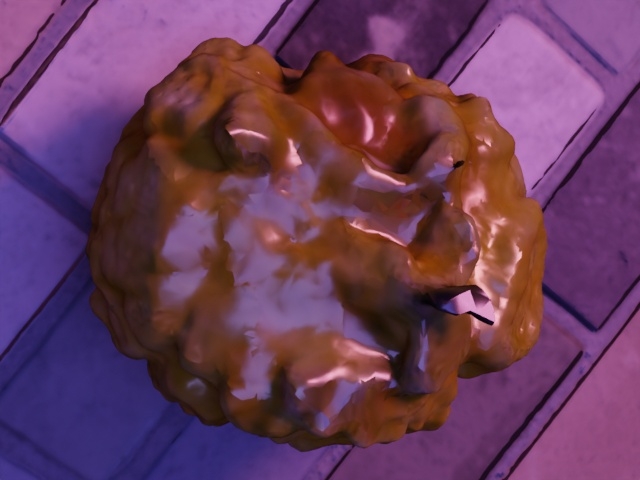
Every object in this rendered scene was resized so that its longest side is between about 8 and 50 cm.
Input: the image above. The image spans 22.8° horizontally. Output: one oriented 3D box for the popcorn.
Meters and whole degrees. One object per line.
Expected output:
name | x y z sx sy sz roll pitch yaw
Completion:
popcorn | -0.001 0.006 0.852 0.249 0.225 0.249 -2 99 -12
